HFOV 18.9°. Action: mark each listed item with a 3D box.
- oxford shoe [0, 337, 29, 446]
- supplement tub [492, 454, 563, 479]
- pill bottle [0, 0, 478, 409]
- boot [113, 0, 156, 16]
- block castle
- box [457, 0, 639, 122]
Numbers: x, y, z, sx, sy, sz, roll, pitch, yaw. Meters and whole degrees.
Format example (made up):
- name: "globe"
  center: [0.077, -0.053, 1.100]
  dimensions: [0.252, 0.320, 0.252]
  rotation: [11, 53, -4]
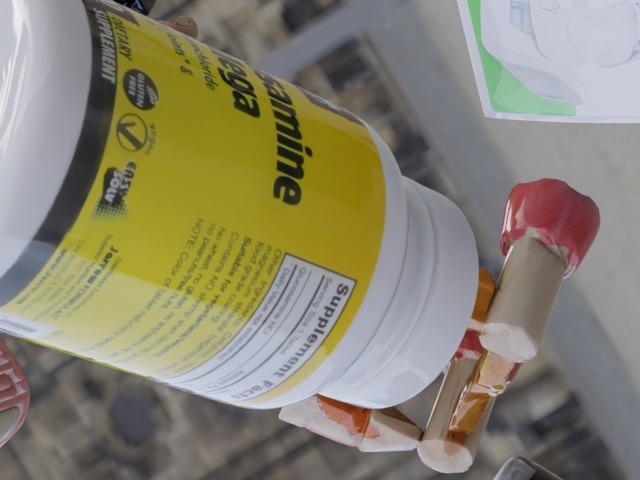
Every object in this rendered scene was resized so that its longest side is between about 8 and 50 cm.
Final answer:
- name: "oxford shoe"
  center: [-0.309, -0.005, 1.278]
  dimensions: [0.146, 0.140, 0.397]
  rotation: [54, 161, 39]
- name: "supplement tub"
  center: [0.233, 0.296, 1.801]
  dimensions: [0.190, 0.117, 0.117]
  rotation: [32, 176, 14]
- name: "pill bottle"
  center: [-0.074, -0.013, 1.086]
  dimensions: [0.334, 0.188, 0.188]
  rotation: [22, -153, -38]
- name: "boot"
  center: [-0.312, -0.346, 1.854]
  dimensions: [0.445, 0.367, 0.146]
  rotation: [33, 148, 33]
- name: "block castle"
  center: [0.000, 0.000, 1.760]
  dimensions: [0.453, 0.213, 0.303]
  rotation: [22, 144, 2]
- name: "box"
  center: [0.150, -0.233, 1.046]
  dimensions: [0.262, 0.126, 0.231]
  rotation: [72, -150, -44]
